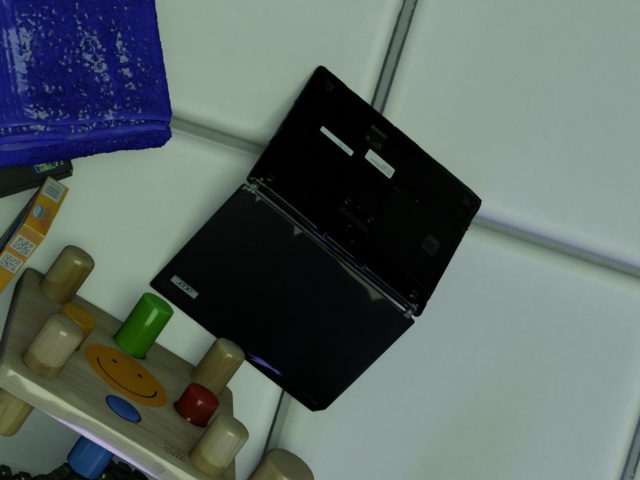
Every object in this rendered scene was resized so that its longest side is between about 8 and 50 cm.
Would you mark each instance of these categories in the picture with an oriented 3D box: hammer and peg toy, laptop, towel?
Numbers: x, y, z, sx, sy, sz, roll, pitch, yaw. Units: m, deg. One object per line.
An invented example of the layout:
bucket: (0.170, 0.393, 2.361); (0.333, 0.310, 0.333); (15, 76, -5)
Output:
hammer and peg toy: (-0.146, 0.168, 1.760); (0.361, 0.266, 0.127); (33, 105, -13)
laptop: (0.000, 0.000, 1.913); (0.234, 0.136, 0.264); (39, 59, -14)
towel: (-0.290, -0.180, 1.727); (0.308, 0.076, 0.228); (-10, 95, -29)

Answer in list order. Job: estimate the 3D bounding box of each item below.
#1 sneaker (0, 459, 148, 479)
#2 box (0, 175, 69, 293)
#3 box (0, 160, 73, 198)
sneaker: (-0.255, 0.289, 1.707); (0.343, 0.134, 0.146); (11, 118, -39)
box: (-0.298, 0.006, 1.778); (0.028, 0.081, 0.136); (35, 126, -15)
box: (-0.378, -0.159, 1.755); (0.216, 0.060, 0.270); (-19, 98, -28)
